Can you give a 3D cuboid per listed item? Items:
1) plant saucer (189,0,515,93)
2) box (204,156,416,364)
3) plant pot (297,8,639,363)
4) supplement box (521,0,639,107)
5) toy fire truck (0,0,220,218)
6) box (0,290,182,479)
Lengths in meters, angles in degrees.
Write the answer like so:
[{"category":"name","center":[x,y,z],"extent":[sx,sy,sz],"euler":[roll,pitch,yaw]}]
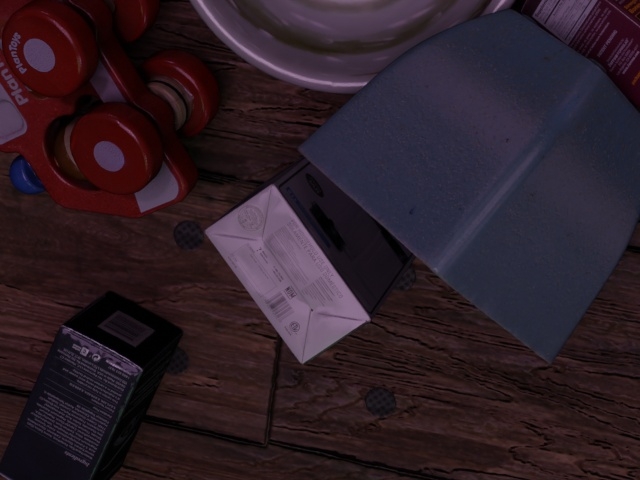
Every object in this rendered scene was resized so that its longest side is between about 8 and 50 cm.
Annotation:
[{"category":"plant saucer","center":[0.036,-0.356,1.605],"extent":[0.400,0.100,0.400],"euler":[3,103,12]},{"category":"box","center":[0.000,0.000,1.597],"extent":[0.087,0.290,0.169],"euler":[-35,92,18]},{"category":"plant pot","center":[0.185,-0.076,1.536],"extent":[0.252,0.247,0.248],"euler":[-49,47,4]},{"category":"supplement box","center":[0.311,-0.218,1.538],"extent":[0.188,0.104,0.081],"euler":[41,138,11]},{"category":"toy fire truck","center":[-0.275,-0.156,1.676],"extent":[0.254,0.169,0.302],"euler":[-18,112,36]},{"category":"box","center":[-0.263,0.185,1.771],"extent":[0.108,0.153,0.207],"euler":[28,107,5]}]
